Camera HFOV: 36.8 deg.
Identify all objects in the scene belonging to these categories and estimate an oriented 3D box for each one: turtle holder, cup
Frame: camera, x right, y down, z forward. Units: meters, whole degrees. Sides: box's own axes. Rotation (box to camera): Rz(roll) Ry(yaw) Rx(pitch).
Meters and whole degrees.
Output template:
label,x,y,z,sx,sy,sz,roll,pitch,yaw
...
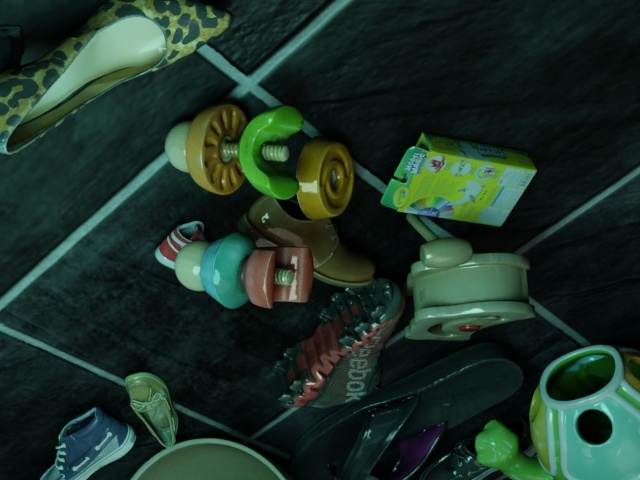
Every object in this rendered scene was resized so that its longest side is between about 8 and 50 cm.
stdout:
label,x,y,z,sx,sy,sz,roll,pitch,yaw
turtle holder,0.431,0.288,1.545,0.320,0.243,0.227,-5,131,45
cup,-0.136,0.487,1.548,0.331,0.331,0.237,-26,162,12

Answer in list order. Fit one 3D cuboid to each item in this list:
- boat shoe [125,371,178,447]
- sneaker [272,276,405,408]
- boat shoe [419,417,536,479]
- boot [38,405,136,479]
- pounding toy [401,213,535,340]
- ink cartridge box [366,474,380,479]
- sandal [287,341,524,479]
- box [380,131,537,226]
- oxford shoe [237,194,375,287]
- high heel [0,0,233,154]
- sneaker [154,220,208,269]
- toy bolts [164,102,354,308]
label,x,y,z,sx,sy,sz,roll,pitch,yaw
boat shoe,-0.250,0.253,1.439,0.056,0.048,0.153,-14,136,-1
sneaker,0.049,0.154,1.382,0.135,0.098,0.276,19,129,-29
boat shoe,0.269,0.375,1.673,0.228,0.080,0.076,-24,129,9
boot,-0.381,0.322,1.473,0.190,0.069,0.086,-36,125,11
pounding toy,0.192,0.039,1.274,0.154,0.155,0.269,-2,165,-3
ink cartridge box,0.100,0.620,1.598,0.166,0.285,0.395,45,68,-41
sandal,0.126,0.313,1.551,0.445,0.107,0.167,-34,132,20
box,0.170,-0.076,1.221,0.179,0.043,0.105,7,132,-23
oxford shoe,0.000,0.000,1.236,0.212,0.076,0.076,26,114,-34
high heel,-0.206,-0.159,0.940,0.261,0.186,0.093,-10,136,-4
sneaker,-0.145,0.016,1.234,0.118,0.042,0.067,19,130,-27
toy bolts,-0.082,-0.035,1.123,0.158,0.229,0.218,6,179,30
